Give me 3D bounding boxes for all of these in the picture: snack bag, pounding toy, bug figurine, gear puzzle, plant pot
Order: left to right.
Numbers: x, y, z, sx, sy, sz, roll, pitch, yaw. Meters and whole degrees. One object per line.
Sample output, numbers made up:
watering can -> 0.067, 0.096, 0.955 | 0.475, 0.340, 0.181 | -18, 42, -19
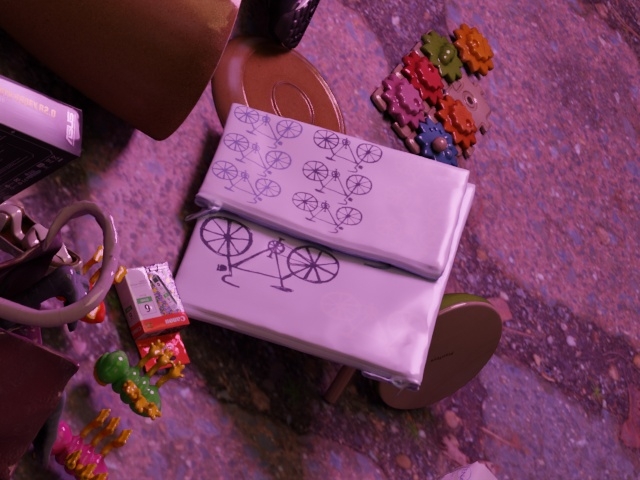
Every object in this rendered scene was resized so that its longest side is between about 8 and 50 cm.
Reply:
bug figurine -> -0.264, 0.141, 1.947 | 0.216, 0.072, 0.279 | 47, 40, -12
plant pot -> -0.250, -0.269, 2.143 | 0.254, 0.237, 0.237 | 23, 49, -21
plant pot -> -0.043, -0.168, 2.456 | 0.236, 0.032, 0.236 | 28, 47, -35
snack bag -> 0.000, 0.000, 2.239 | 0.323, 0.037, 0.342 | 18, 50, 2
pounding toy -> 0.105, 0.110, 2.358 | 0.237, 0.183, 0.110 | 7, 36, -44
gear puzzle -> 0.196, -0.223, 2.766 | 0.175, 0.044, 0.339 | 52, 37, -10

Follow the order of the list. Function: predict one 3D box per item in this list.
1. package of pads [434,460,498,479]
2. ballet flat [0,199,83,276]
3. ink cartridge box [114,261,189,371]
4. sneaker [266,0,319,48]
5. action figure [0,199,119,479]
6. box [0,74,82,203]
package of pads -> 0.183, 0.435, 2.255 | 0.229, 0.101, 0.296 | 50, 37, -15
ballet flat -> -0.305, -0.008, 1.957 | 0.168, 0.052, 0.057 | 35, 47, 17
ink cartridge box -> -0.183, 0.085, 2.109 | 0.063, 0.029, 0.115 | -10, 73, -38
sneaker -> -0.053, -0.355, 2.528 | 0.124, 0.107, 0.283 | 25, 34, -3
action figure -> -0.392, 0.087, 1.656 | 0.370, 0.276, 0.248 | 15, 48, -22
box -> -0.374, -0.092, 1.844 | 0.183, 0.231, 0.056 | 23, 53, -38
